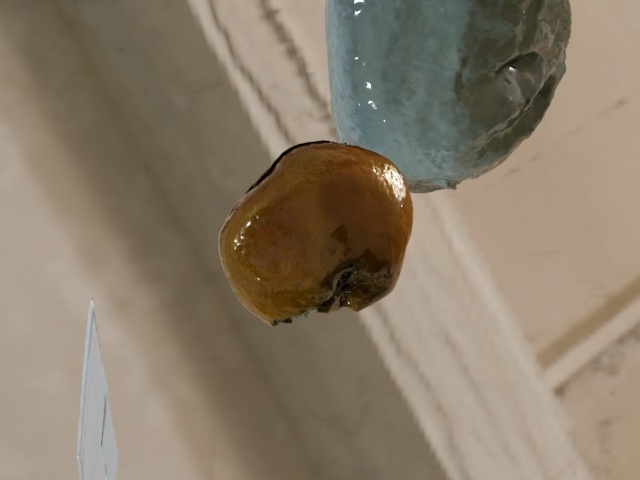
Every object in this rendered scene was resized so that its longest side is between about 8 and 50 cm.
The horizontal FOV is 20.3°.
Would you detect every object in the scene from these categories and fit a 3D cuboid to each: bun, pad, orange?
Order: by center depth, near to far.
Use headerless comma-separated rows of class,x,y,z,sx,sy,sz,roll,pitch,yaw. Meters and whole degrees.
orange,0.000,0.000,0.740,0.086,0.062,0.086,-10,-50,-12
bun,0.107,-0.203,1.431,0.194,0.354,0.354,4,-99,5
pad,-0.180,0.171,1.436,0.004,0.232,0.156,-3,-130,-14
